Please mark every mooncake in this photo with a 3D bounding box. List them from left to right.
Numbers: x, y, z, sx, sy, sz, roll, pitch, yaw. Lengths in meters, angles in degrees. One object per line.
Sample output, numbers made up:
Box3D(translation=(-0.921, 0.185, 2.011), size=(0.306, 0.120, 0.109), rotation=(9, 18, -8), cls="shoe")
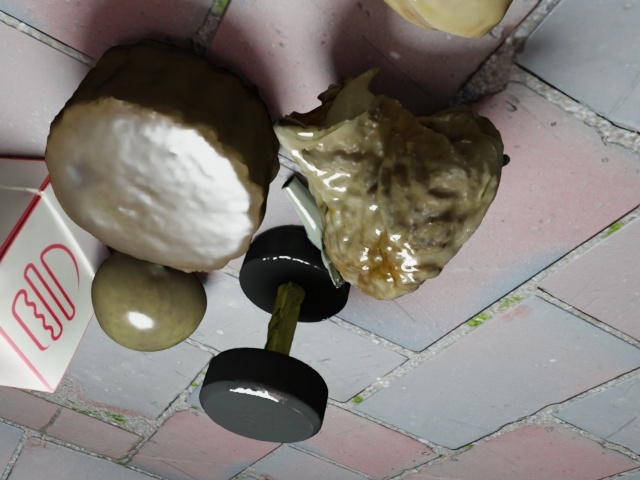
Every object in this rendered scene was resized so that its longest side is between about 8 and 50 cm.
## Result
Box3D(translation=(-0.219, -0.118, 0.963), size=(0.324, 0.187, 0.324), rotation=(7, 138, 6), cls="mooncake")

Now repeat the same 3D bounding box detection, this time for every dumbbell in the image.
Box3D(translation=(-0.067, 0.159, 1.135), size=(0.204, 0.322, 0.203), rotation=(9, 141, 7), cls="dumbbell")

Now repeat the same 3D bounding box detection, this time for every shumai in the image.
Box3D(translation=(0.044, -0.075, 0.866), size=(0.263, 0.267, 0.314), rotation=(23, 134, -14), cls="shumai")

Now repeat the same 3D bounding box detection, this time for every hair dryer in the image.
Box3D(translation=(-0.011, -0.018, 1.036), size=(0.067, 0.199, 0.167), rotation=(-36, 99, 15), cls="hair dryer")

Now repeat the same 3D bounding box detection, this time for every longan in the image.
Box3D(translation=(-0.330, 0.114, 1.266), size=(0.220, 0.196, 0.197), rotation=(29, 139, -29), cls="longan")

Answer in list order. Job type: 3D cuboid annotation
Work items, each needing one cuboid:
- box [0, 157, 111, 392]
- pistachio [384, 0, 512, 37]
Box3D(translation=(-0.601, 0.057, 1.192), size=(0.315, 0.300, 0.312), rotation=(4, 139, 12), cls="box")
Box3D(translation=(0.110, -0.328, 0.637), size=(0.162, 0.181, 0.293), rotation=(29, 157, 49), cls="pistachio")
